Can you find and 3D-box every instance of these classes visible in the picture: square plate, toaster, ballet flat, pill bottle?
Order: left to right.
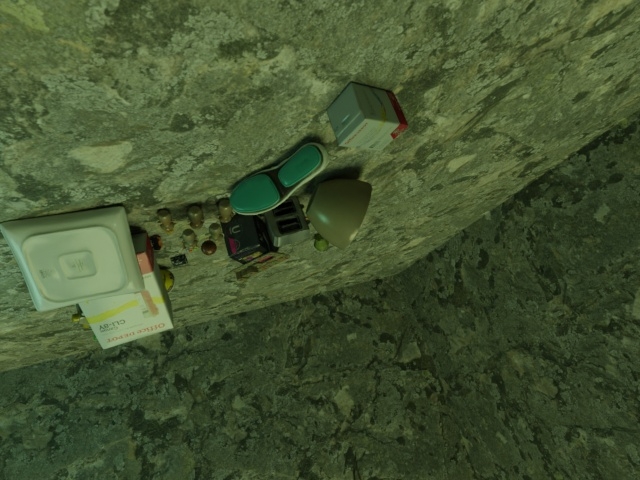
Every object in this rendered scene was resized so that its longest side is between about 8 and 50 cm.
[{"bbox_3d":[-0.785,0.073,1.335,0.343,0.049,0.348,-11,124,-19],"label":"square plate"},{"bbox_3d":[-0.780,0.182,1.884,0.117,0.117,0.215,-23,162,15],"label":"pill bottle"},{"bbox_3d":[-0.130,-0.201,1.405,0.400,0.139,0.139,-28,160,24],"label":"ballet flat"},{"bbox_3d":[-0.144,-0.077,1.673,0.185,0.168,0.110,-16,160,-13],"label":"toaster"}]

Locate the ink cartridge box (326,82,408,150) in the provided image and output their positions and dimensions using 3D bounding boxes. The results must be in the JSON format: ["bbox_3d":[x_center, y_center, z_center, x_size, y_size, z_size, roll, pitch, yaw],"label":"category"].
[{"bbox_3d":[0.133,-0.351,1.181,0.176,0.128,0.128,-4,158,-39],"label":"ink cartridge box"}]

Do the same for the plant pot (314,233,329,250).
[{"bbox_3d":[0.000,0.000,2.214,0.083,0.083,0.079,-18,150,-2],"label":"plant pot"}]

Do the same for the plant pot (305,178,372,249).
[{"bbox_3d":[0.053,-0.131,1.616,0.190,0.284,0.284,23,150,-11],"label":"plant pot"}]

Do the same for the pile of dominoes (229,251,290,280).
[{"bbox_3d":[-0.254,0.118,1.803,0.251,0.040,0.196,-24,164,24],"label":"pile of dominoes"}]

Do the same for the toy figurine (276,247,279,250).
[{"bbox_3d":[-0.261,0.021,1.970,0.173,0.130,0.159,2,174,7],"label":"toy figurine"}]

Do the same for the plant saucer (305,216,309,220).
[{"bbox_3d":[-0.088,-0.088,1.945,0.083,0.013,0.083,-18,163,-6],"label":"plant saucer"}]

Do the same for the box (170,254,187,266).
[{"bbox_3d":[-0.657,0.093,1.906,0.067,0.018,0.083,-14,162,-16],"label":"box"}]

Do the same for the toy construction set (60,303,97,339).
[{"bbox_3d":[-0.989,0.260,1.724,0.237,0.258,0.308,7,152,-35],"label":"toy construction set"}]

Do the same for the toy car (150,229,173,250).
[{"bbox_3d":[-0.610,-0.004,1.605,0.121,0.060,0.040,-18,-164,22],"label":"toy car"}]

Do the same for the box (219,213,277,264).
[{"bbox_3d":[-0.298,0.003,1.750,0.143,0.165,0.270,-20,162,5],"label":"box"}]

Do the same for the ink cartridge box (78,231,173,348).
[{"bbox_3d":[-0.746,0.193,1.559,0.279,0.160,0.385,-15,125,-15],"label":"ink cartridge box"}]

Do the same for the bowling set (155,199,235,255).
[{"bbox_3d":[-0.443,-0.021,1.501,0.286,0.200,0.154,-9,162,-16],"label":"bowling set"}]

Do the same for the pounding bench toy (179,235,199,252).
[{"bbox_3d":[-0.538,0.016,1.716,0.052,0.065,0.083,-21,163,8],"label":"pounding bench toy"}]
